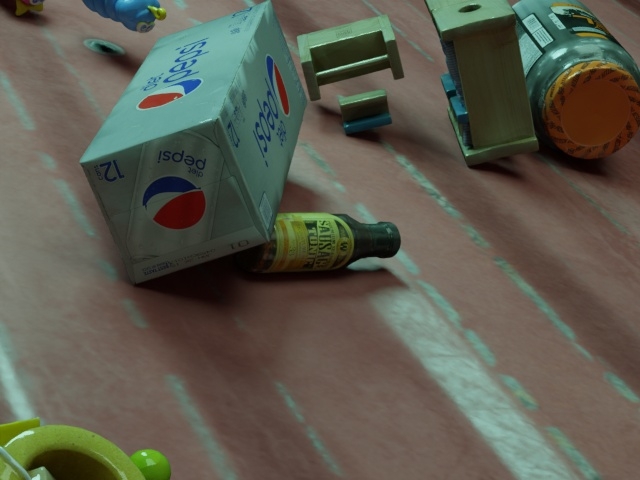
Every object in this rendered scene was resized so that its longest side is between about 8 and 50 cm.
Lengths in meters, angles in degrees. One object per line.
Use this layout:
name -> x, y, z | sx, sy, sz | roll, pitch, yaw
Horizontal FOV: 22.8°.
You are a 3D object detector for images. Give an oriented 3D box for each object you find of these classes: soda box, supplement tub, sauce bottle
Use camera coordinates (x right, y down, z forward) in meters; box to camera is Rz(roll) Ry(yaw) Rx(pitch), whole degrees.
soda box -> -0.078, -0.077, 1.096 | 0.098, 0.091, 0.286 | -18, 20, 11
supplement tub -> 0.236, -0.156, 1.516 | 0.117, 0.117, 0.190 | 12, 24, -15
sauce bottle -> 0.000, 0.000, 1.087 | 0.128, 0.042, 0.042 | -4, 32, -38

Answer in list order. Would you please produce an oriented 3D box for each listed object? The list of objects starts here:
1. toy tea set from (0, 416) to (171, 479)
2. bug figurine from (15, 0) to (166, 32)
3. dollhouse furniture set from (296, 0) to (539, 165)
toy tea set -> -0.139, 0.140, 0.517 | 0.336, 0.124, 0.200 | -9, 53, -46
bug figurine -> -0.273, -0.210, 1.316 | 0.279, 0.072, 0.216 | -11, 30, -41
dollhouse furniture set -> 0.083, -0.141, 1.409 | 0.184, 0.129, 0.129 | -13, 25, 2
